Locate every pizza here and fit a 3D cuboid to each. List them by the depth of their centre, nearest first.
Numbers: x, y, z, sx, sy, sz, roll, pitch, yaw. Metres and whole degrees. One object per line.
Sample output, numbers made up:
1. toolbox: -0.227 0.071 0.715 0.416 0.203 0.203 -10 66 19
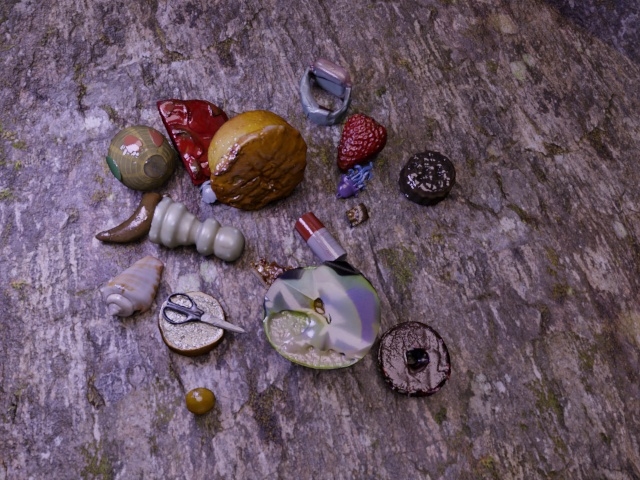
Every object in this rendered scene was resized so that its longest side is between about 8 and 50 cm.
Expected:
1. pizza: -0.174 0.121 1.797 0.193 0.069 0.154 27 66 5

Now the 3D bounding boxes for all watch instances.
1. watch: 0.015 -0.631 2.150 0.253 0.162 0.241 32 78 12

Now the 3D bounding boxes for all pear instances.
1. pear: -0.002 0.271 1.691 0.398 0.165 0.399 2 64 -5

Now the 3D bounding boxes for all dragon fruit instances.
1. dragon fruit: -0.460 -0.411 1.935 0.285 0.228 0.329 -15 65 -15

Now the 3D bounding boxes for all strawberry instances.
1. strawberry: 0.150 -0.395 2.028 0.205 0.205 0.244 37 89 11

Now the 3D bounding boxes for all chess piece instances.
1. chess piece: -0.434 -0.025 1.790 0.330 0.182 0.182 19 64 -3

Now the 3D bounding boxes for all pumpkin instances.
1. pumpkin: 0.142 -0.097 1.960 0.101 0.035 0.073 -26 81 -21

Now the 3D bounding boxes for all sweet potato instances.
1. sweet potato: -0.673 -0.078 1.825 0.124 0.098 0.310 29 65 32

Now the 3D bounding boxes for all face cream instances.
1. face cream: 0.000 0.000 1.860 0.095 0.096 0.214 -33 72 -20

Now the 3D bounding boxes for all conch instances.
1. conch: -0.647 0.151 1.699 0.158 0.127 0.255 18 63 3

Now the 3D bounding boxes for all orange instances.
1. orange: -0.384 0.513 1.579 0.095 0.085 0.085 -2 65 -13

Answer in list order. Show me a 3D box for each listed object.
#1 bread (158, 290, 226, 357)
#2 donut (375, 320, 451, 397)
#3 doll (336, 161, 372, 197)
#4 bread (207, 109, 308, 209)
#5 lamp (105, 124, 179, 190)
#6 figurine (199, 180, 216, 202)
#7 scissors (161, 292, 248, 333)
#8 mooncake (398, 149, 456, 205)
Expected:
1. bread: -0.439 0.285 1.690 0.235 0.070 0.236 3 63 -6
2. donut: 0.318 0.411 1.697 0.269 0.103 0.270 2 66 -4
3. doll: 0.141 -0.243 1.998 0.206 0.067 0.110 -42 102 -9
4. bread: -0.240 -0.295 1.840 0.397 0.398 0.215 -20 57 -15
5. lamp: -0.686 -0.318 1.870 0.250 0.250 0.284 -41 43 -22
6. figurine: -0.430 -0.186 1.922 0.094 0.082 0.086 -39 90 5
7. scissors: -0.385 0.261 1.660 0.299 0.022 0.109 19 65 0
8. mooncake: 0.439 -0.260 2.019 0.228 0.124 0.228 2 66 -5
